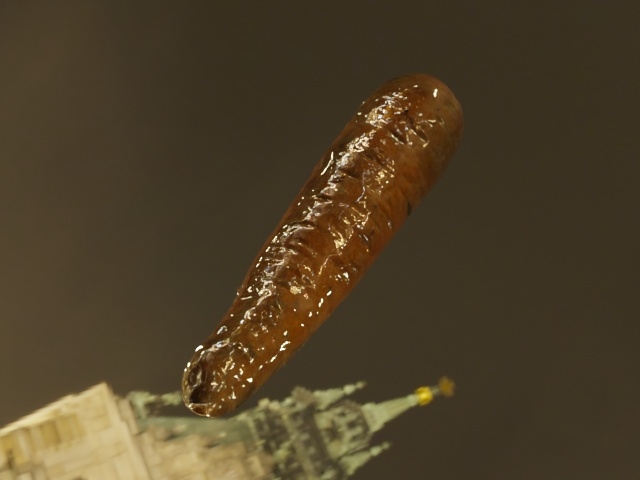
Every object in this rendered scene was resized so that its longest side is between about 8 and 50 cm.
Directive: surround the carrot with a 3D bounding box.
[{"bbox_3d":[0.000,0.000,0.533,0.047,0.191,0.047,24,-38,20],"label":"carrot"}]
